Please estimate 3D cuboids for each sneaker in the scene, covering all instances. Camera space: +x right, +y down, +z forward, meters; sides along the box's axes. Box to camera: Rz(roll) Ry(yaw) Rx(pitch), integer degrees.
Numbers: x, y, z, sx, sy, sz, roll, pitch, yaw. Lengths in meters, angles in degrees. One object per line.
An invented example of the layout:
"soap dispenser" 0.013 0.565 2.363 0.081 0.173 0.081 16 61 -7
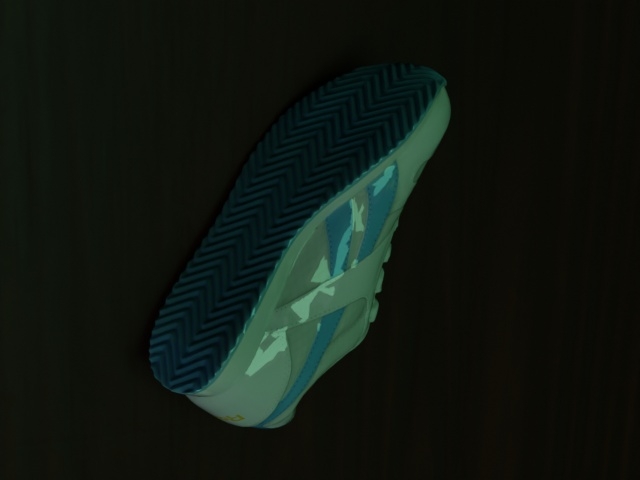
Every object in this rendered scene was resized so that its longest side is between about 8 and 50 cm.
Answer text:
"sneaker" 0.000 0.000 0.612 0.229 0.087 0.092 -54 136 -6
